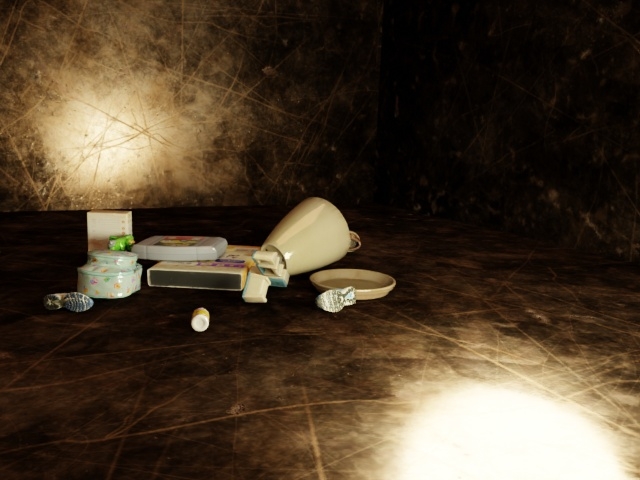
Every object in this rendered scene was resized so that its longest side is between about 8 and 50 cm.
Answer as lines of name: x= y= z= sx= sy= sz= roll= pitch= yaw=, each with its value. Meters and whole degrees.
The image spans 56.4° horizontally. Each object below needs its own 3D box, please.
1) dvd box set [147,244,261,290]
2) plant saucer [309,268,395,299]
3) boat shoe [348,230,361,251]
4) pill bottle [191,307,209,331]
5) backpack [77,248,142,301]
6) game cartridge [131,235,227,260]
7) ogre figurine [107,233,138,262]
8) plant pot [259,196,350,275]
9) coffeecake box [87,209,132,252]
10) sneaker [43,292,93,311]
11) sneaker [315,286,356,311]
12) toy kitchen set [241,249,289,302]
dvd box set: x=-0.377 y=0.084 z=2.066 sx=0.307 sy=0.062 sz=0.420 roll=3 pitch=11 yaw=3
plant saucer: x=0.103 y=0.140 z=1.922 sx=0.277 sy=0.041 sz=0.278 roll=3 pitch=11 yaw=-1
boat shoe: x=0.000 y=0.000 z=2.455 sx=0.341 sy=0.123 sz=0.123 roll=7 pitch=9 yaw=-6
pill bottle: x=-0.305 y=0.198 z=1.513 sx=0.043 sy=0.044 sz=0.083 roll=0 pitch=11 yaw=-10
backpack: x=-0.610 y=0.100 z=1.720 sx=0.165 sy=0.145 sz=0.188 roll=7 pitch=13 yaw=-3
game cartridge: x=-0.486 y=0.026 z=2.059 sx=0.294 sy=0.060 sz=0.196 roll=1 pitch=15 yaw=4
ogre figurine: x=-0.687 y=0.045 z=2.054 sx=0.096 sy=0.118 sz=0.197 roll=8 pitch=13 yaw=29
plant pot: x=-0.076 y=0.015 z=2.106 sx=0.256 sy=0.257 sz=0.274 roll=10 pitch=30 yaw=37
coffeecake box: x=-0.763 y=-0.013 z=2.166 sx=0.142 sy=0.186 sz=0.068 roll=2 pitch=11 yaw=-3
sneaker: x=-0.677 y=0.161 z=1.623 sx=0.135 sy=0.052 sz=0.058 roll=4 pitch=6 yaw=7
sneaker: x=0.035 y=0.173 z=1.724 sx=0.073 sy=0.064 sz=0.162 roll=-10 pitch=-4 yaw=37
toy kitchen set: x=-0.191 y=0.135 z=1.835 sx=0.122 sy=0.166 sz=0.207 roll=5 pitch=-26 yaw=14
